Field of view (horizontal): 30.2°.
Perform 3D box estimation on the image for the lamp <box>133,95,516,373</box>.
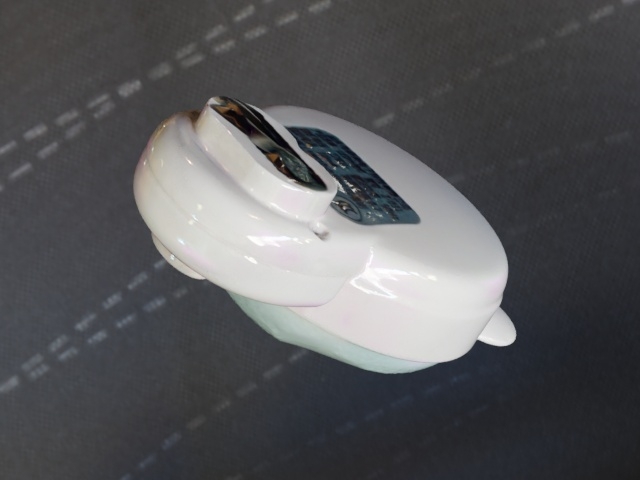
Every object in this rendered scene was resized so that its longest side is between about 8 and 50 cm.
[{"bbox_3d":[-0.002,0.002,0.642,0.179,0.246,0.108,43,110,34],"label":"lamp"}]
